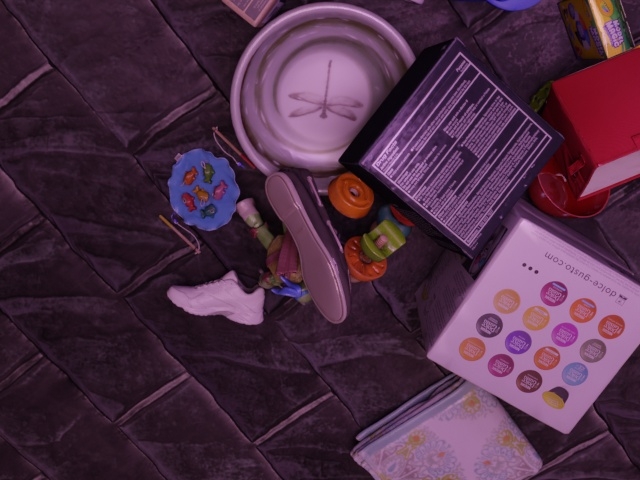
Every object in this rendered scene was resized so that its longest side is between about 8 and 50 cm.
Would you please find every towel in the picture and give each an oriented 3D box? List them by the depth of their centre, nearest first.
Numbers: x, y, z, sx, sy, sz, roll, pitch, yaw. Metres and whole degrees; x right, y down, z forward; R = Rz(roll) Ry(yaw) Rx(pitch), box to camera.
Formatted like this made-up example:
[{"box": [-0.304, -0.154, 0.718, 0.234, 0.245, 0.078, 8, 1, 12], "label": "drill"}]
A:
[{"box": [0.306, 0.525, 1.759, 0.374, 0.090, 0.320, -35, 105, 11], "label": "towel"}]

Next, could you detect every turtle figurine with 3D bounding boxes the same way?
[{"box": [-0.066, 0.016, 1.611, 0.198, 0.274, 0.266, -33, 79, 40], "label": "turtle figurine"}]

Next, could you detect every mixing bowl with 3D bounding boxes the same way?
[{"box": [0.516, -0.119, 1.533, 0.181, 0.098, 0.181, 6, 70, -17], "label": "mixing bowl"}]

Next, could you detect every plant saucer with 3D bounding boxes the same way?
[{"box": [0.012, -0.296, 1.497, 0.400, 0.100, 0.401, -2, 115, -5], "label": "plant saucer"}]

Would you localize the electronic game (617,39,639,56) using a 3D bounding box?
[{"box": [0.715, -0.318, 1.510, 0.229, 0.048, 0.229, 1, 106, 2], "label": "electronic game"}]

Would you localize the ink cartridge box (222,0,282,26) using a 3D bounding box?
[{"box": [-0.089, -0.516, 1.384, 0.088, 0.235, 0.193, 38, 105, -9], "label": "ink cartridge box"}]

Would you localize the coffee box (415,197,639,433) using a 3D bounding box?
[{"box": [0.432, 0.127, 1.502, 0.337, 0.338, 0.334, 30, 106, -6], "label": "coffee box"}]

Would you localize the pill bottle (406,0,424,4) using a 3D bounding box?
[{"box": [0.192, -0.570, 1.430, 0.094, 0.094, 0.169, 19, 106, -3], "label": "pill bottle"}]

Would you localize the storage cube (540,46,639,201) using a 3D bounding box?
[{"box": [0.559, -0.221, 1.390, 0.215, 0.184, 0.193, -21, 71, 2], "label": "storage cube"}]

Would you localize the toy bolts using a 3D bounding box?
[{"box": [0.103, -0.035, 1.536, 0.218, 0.228, 0.158, 53, 139, 9], "label": "toy bolts"}]

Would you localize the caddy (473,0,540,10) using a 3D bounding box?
[{"box": [0.337, -0.603, 1.331, 0.241, 0.179, 0.341, -16, 107, -22], "label": "caddy"}]

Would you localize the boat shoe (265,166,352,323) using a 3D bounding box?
[{"box": [0.000, 0.000, 1.452, 0.112, 0.095, 0.335, -30, 82, 50], "label": "boat shoe"}]

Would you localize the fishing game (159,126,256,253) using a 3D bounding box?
[{"box": [-0.266, -0.114, 1.581, 0.189, 0.041, 0.264, 45, 113, 12], "label": "fishing game"}]

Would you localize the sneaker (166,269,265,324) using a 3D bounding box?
[{"box": [-0.238, 0.119, 1.664, 0.232, 0.090, 0.115, 11, 100, -11], "label": "sneaker"}]

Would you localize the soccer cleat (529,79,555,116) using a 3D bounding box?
[{"box": [0.474, -0.256, 1.537, 0.072, 0.060, 0.179, 16, 113, -13], "label": "soccer cleat"}]

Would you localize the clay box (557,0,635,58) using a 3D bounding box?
[{"box": [0.535, -0.423, 1.392, 0.053, 0.222, 0.127, -23, 101, 8], "label": "clay box"}]

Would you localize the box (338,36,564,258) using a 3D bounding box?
[{"box": [0.247, -0.178, 1.386, 0.294, 0.183, 0.296, 39, 89, -16], "label": "box"}]
